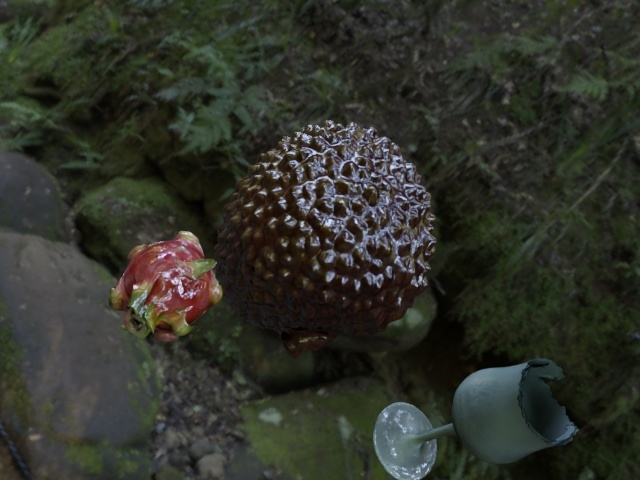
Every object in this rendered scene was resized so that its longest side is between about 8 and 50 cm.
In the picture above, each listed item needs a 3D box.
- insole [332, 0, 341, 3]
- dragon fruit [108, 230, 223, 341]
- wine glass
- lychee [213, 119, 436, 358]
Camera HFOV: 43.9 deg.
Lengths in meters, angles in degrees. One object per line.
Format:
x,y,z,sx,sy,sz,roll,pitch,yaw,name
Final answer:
0.016,-0.329,0.795,0.006,0.193,0.065,2,-11,-16,insole
-0.134,0.044,0.673,0.086,0.081,0.116,37,29,11,dragon fruit
0.129,0.158,0.686,0.079,0.195,0.079,14,62,-28,wine glass
0.000,0.000,1.096,0.306,0.330,0.306,7,-5,1,lychee
